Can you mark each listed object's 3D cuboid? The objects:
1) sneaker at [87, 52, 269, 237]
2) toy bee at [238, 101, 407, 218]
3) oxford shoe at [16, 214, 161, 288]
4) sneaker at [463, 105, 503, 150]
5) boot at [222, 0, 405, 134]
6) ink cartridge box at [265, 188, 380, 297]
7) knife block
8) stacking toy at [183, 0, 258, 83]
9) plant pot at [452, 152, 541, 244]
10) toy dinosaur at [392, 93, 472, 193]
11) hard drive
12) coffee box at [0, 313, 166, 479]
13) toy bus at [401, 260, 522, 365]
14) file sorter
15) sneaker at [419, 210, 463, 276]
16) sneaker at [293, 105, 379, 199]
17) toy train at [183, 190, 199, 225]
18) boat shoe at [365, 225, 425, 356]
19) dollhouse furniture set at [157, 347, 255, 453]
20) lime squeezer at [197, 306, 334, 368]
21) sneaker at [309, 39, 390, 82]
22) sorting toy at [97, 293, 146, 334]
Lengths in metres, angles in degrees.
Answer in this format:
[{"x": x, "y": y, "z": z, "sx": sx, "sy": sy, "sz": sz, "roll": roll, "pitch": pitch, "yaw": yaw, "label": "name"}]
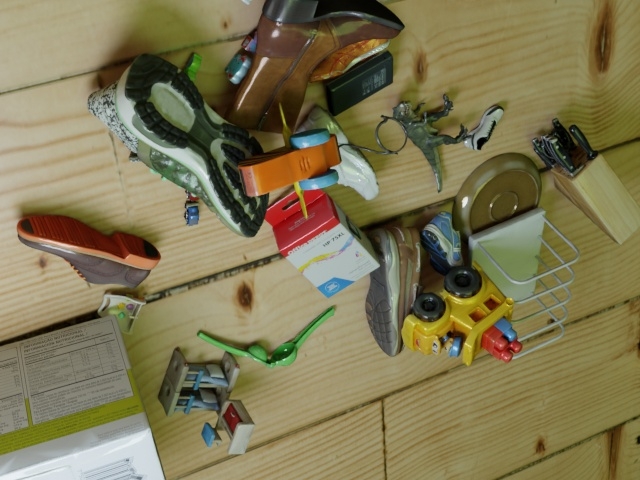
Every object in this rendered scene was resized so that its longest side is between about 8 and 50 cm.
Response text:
[{"x": -0.238, "y": -0.152, "z": 1.656, "sx": 0.410, "sy": 0.182, "sz": 0.158, "roll": 50, "pitch": 53, "yaw": -38, "label": "sneaker"}, {"x": -0.021, "y": -0.136, "z": 1.694, "sx": 0.298, "sy": 0.162, "sz": 0.195, "roll": 4, "pitch": 95, "yaw": -28, "label": "toy bee"}, {"x": -0.417, "y": 0.031, "z": 1.703, "sx": 0.271, "sy": 0.097, "sz": 0.098, "roll": 19, "pitch": 115, "yaw": -37, "label": "oxford shoe"}, {"x": 0.348, "y": -0.231, "z": 2.005, "sx": 0.040, "sy": 0.044, "sz": 0.109, "roll": 31, "pitch": 99, "yaw": -37, "label": "sneaker"}, {"x": -0.010, "y": -0.292, "z": 1.668, "sx": 0.264, "sy": 0.096, "sz": 0.281, "roll": -4, "pitch": 133, "yaw": -34, "label": "boot"}, {"x": 0.000, "y": 0.000, "z": 1.910, "sx": 0.134, "sy": 0.078, "sz": 0.231, "roll": -33, "pitch": 132, "yaw": 14, "label": "ink cartridge box"}, {"x": 0.579, "y": -0.136, "z": 2.076, "sx": 0.088, "sy": 0.276, "sz": 0.242, "roll": -43, "pitch": 160, "yaw": 2, "label": "knife block"}, {"x": -0.118, "y": -0.328, "z": 1.669, "sx": 0.167, "sy": 0.052, "sz": 0.221, "roll": 28, "pitch": 104, "yaw": -39, "label": "stacking toy"}, {"x": 0.400, "y": -0.081, "z": 2.138, "sx": 0.236, "sy": 0.032, "sz": 0.236, "roll": -15, "pitch": 126, "yaw": -22, "label": "plant pot"}, {"x": 0.231, "y": -0.216, "z": 1.939, "sx": 0.118, "sy": 0.064, "sz": 0.268, "roll": -35, "pitch": 133, "yaw": 3, "label": "toy dinosaur"}, {"x": 0.074, "y": -0.291, "z": 1.796, "sx": 0.135, "sy": 0.022, "sz": 0.094, "roll": -31, "pitch": 158, "yaw": -9, "label": "hard drive"}, {"x": -0.469, "y": 0.394, "z": 1.735, "sx": 0.338, "sy": 0.334, "sz": 0.338, "roll": -16, "pitch": 127, "yaw": -14, "label": "coffee box"}, {"x": 0.311, "y": 0.188, "z": 2.036, "sx": 0.220, "sy": 0.211, "sz": 0.149, "roll": -36, "pitch": 151, "yaw": -19, "label": "toy bus"}, {"x": 0.454, "y": 0.106, "z": 2.171, "sx": 0.192, "sy": 0.173, "sz": 0.278, "roll": -21, "pitch": 137, "yaw": -16, "label": "file sorter"}, {"x": 0.281, "y": 0.019, "z": 2.102, "sx": 0.081, "sy": 0.080, "sz": 0.211, "roll": -55, "pitch": 147, "yaw": -19, "label": "sneaker"}, {"x": 0.022, "y": -0.149, "z": 1.853, "sx": 0.115, "sy": 0.090, "sz": 0.232, "roll": -39, "pitch": 122, "yaw": 6, "label": "sneaker"}, {"x": -0.232, "y": -0.093, "z": 1.764, "sx": 0.027, "sy": 0.036, "sz": 0.158, "roll": -9, "pitch": 123, "yaw": -25, "label": "toy train"}, {"x": 0.171, "y": 0.111, "z": 2.075, "sx": 0.116, "sy": 0.123, "sz": 0.325, "roll": -17, "pitch": 128, "yaw": -22, "label": "boat shoe"}, {"x": -0.223, "y": 0.320, "z": 1.937, "sx": 0.129, "sy": 0.184, "sz": 0.129, "roll": 6, "pitch": 116, "yaw": -32, "label": "dollhouse furniture set"}, {"x": -0.108, "y": 0.220, "z": 2.025, "sx": 0.310, "sy": 0.059, "sz": 0.110, "roll": -8, "pitch": 123, "yaw": -25, "label": "lime squeezer"}, {"x": 0.043, "y": -0.344, "z": 1.757, "sx": 0.175, "sy": 0.064, "sz": 0.067, "roll": -34, "pitch": 107, "yaw": -9, "label": "sneaker"}, {"x": -0.379, "y": 0.128, "z": 1.822, "sx": 0.075, "sy": 0.045, "sz": 0.083, "roll": 16, "pitch": 123, "yaw": -22, "label": "sorting toy"}]
